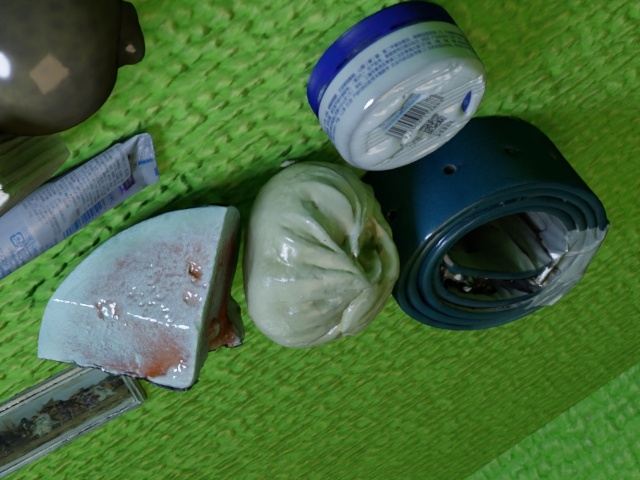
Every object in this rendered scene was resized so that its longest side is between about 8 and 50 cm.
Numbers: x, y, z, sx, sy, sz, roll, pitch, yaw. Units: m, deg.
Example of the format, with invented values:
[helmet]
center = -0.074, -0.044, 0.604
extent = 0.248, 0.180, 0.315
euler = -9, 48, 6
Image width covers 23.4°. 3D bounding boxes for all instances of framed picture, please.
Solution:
[framed picture]
center = -0.387, 0.255, 2.221
extent = 0.274, 0.017, 0.217
euler = -28, 154, -6

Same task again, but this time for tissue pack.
[tissue pack]
center = -0.345, -0.039, 1.496
extent = 0.170, 0.071, 0.325
euler = -35, -172, 6

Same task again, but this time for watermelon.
[watermelon]
center = -0.166, 0.076, 1.919
extent = 0.319, 0.214, 0.289
euler = 11, 131, -41

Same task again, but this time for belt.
[belt]
center = 0.238, -0.018, 2.234
extent = 0.300, 0.173, 0.436
euler = -46, 151, 22

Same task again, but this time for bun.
[bun]
center = 0.008, 0.025, 1.984
extent = 0.259, 0.160, 0.259
euler = -18, 115, -46

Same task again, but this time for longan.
[longan]
center = -0.251, -0.183, 1.422
extent = 0.204, 0.159, 0.185
euler = -5, 140, -38

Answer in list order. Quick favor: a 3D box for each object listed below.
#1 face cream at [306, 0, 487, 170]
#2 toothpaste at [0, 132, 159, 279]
[face cream]
center = 0.096, -0.180, 1.866
extent = 0.206, 0.111, 0.206
euler = -26, 154, -14
[toothpaste]
center = -0.315, -0.025, 1.756
extent = 0.299, 0.073, 0.114
euler = -32, 155, -16
